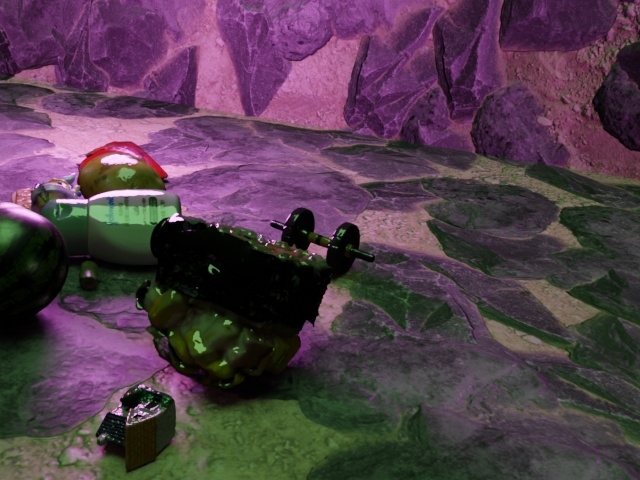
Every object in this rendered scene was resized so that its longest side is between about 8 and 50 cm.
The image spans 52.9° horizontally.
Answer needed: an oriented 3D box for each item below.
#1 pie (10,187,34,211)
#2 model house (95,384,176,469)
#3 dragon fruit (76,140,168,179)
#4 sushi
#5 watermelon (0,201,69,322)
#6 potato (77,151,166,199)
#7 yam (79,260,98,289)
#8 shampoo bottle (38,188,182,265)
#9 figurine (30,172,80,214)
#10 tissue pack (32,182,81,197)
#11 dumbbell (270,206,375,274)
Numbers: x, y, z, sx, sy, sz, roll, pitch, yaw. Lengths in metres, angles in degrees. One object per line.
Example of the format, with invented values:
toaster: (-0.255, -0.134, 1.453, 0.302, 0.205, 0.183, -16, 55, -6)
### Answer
pie: (-0.815, -0.113, 1.888, 0.195, 0.046, 0.195, 5, 24, -2)
model house: (-0.302, 0.296, 1.032, 0.101, 0.087, 0.100, 12, 22, 21)
dragon fruit: (-0.710, -0.289, 2.272, 0.282, 0.100, 0.343, -13, 29, -30)
sushi: (-0.167, 0.122, 1.279, 0.328, 0.285, 0.329, 19, 4, 13)
watermelon: (-0.652, 0.043, 1.310, 0.269, 0.269, 0.269, 6, 23, -3)
potato: (-0.575, -0.153, 1.853, 0.216, 0.216, 0.304, -11, 32, -36)
yam: (-0.548, 0.080, 1.520, 0.043, 0.043, 0.094, 0, 26, -16)
shampoo bottle: (-0.533, -0.035, 1.634, 0.349, 0.151, 0.222, -1, 56, -17)
figurine: (-0.708, -0.104, 1.735, 0.128, 0.184, 0.208, -18, 55, -6)
tissue pack: (-0.776, -0.152, 1.902, 0.138, 0.028, 0.085, 1, 23, -11)
dumbbell: (0.000, 0.000, 1.739, 0.325, 0.143, 0.143, 19, 26, 25)
